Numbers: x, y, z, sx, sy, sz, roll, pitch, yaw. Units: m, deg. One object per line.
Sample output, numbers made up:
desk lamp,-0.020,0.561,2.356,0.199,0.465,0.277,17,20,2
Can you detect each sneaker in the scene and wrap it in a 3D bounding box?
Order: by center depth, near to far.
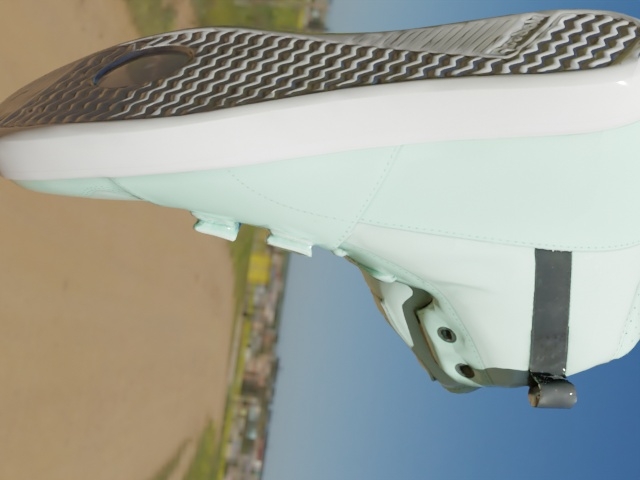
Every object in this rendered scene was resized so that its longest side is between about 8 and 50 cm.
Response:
sneaker,0.000,0.000,0.537,0.094,0.256,0.151,-70,155,-56
